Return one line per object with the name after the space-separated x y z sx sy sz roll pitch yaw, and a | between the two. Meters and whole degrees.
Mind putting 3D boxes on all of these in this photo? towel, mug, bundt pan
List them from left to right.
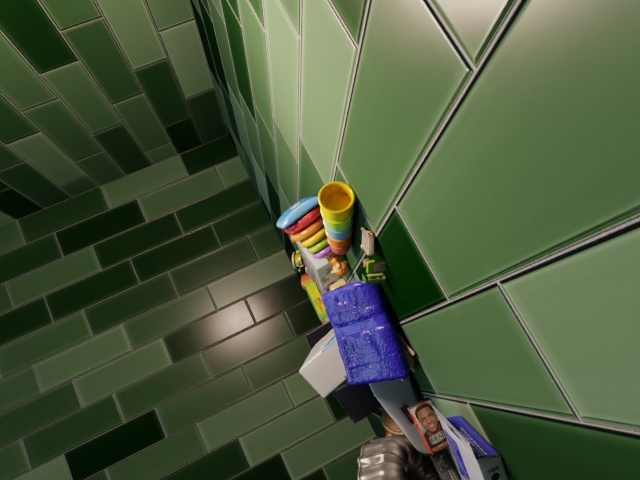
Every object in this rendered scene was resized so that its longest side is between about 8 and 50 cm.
0.072 0.188 1.856 0.062 0.064 0.078 59 168 37 | mug
0.122 0.278 1.381 0.228 0.076 0.307 -28 80 44 | towel
0.262 0.756 1.419 0.331 0.124 0.330 39 -151 -27 | bundt pan

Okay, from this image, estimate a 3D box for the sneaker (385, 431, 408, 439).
0.320 0.720 1.780 0.262 0.121 0.099 14 -91 -77 | sneaker

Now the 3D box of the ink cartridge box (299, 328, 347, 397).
0.067 0.400 1.664 0.129 0.223 0.307 47 -174 4 | ink cartridge box

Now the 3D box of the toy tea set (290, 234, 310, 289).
-0.048 0.095 2.241 0.199 0.125 0.335 -82 -22 -47 | toy tea set

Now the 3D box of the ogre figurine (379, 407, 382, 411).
0.243 0.740 2.265 0.118 0.097 0.196 49 -159 -47 | ogre figurine

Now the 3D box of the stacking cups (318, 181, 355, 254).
0.046 -0.050 1.319 0.096 0.096 0.316 61 171 21 | stacking cups

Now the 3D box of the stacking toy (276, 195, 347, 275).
0.000 0.000 1.609 0.301 0.175 0.166 53 173 -12 | stacking toy

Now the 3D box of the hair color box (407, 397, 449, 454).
0.326 0.553 1.383 0.141 0.072 0.043 63 171 7 | hair color box

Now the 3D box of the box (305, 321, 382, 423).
0.110 0.590 2.129 0.312 0.179 0.343 60 178 -27 | box

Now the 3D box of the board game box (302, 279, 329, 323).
-0.014 0.266 2.018 0.181 0.043 0.092 65 171 -10 | board game box

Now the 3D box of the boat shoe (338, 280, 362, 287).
0.111 0.192 1.574 0.104 0.111 0.307 68 161 5 | boat shoe

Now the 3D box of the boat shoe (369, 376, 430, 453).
0.257 0.505 1.516 0.367 0.136 0.156 55 173 0 | boat shoe

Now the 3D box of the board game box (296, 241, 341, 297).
0.010 0.139 1.978 0.224 0.098 0.303 54 167 46 | board game box

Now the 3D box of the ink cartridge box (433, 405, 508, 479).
0.382 0.551 1.106 0.332 0.065 0.165 66 171 -17 | ink cartridge box

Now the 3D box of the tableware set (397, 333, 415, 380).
0.222 0.310 1.401 0.194 0.039 0.128 49 139 41 | tableware set

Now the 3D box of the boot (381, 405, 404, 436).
0.265 0.597 1.684 0.305 0.113 0.115 -115 13 -80 | boot

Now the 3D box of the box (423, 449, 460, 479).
0.424 0.812 1.545 0.232 0.059 0.183 62 170 18 | box

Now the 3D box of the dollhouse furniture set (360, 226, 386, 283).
0.143 0.040 1.223 0.076 0.059 0.151 -120 27 -70 | dollhouse furniture set
